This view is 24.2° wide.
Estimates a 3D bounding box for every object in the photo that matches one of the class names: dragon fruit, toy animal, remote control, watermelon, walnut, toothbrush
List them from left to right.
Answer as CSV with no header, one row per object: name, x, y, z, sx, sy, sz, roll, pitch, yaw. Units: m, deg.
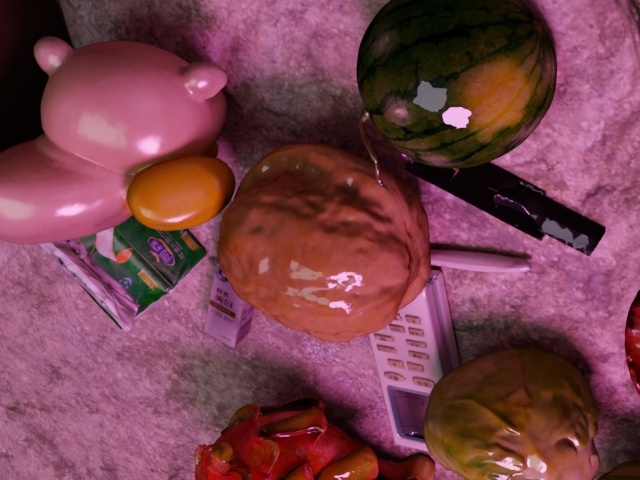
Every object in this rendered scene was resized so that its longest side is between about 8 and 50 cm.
toy animal,-0.266,-0.140,1.831,0.345,0.277,0.247,-5,106,9
dragon fruit,-0.021,0.341,2.035,0.307,0.243,0.227,31,146,11
walnut,0.000,0.000,1.754,0.257,0.224,0.257,16,123,26
remote control,0.122,0.157,1.914,0.103,0.055,0.277,8,127,32
toothbrush,0.120,0.021,1.831,0.307,0.025,0.029,6,135,33
watermelon,0.126,-0.170,1.567,0.232,0.127,0.204,-12,99,22

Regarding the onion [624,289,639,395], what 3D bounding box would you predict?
onion,0.449,0.102,1.506,0.276,0.276,0.276,20,133,23

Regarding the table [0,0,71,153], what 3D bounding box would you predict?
table,-0.482,-0.260,1.922,0.250,0.196,0.282,10,129,29

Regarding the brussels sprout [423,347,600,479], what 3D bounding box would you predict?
brussels sprout,0.228,0.219,1.782,0.223,0.223,0.161,12,113,29

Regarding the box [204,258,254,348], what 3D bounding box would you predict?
box,-0.113,0.054,2.016,0.055,0.039,0.218,29,135,16

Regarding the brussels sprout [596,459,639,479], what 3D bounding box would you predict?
brussels sprout,0.429,0.445,1.761,0.315,0.276,0.371,22,134,26

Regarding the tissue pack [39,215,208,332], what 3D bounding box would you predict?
tissue pack,-0.295,0.010,2.032,0.209,0.156,0.148,48,139,-8

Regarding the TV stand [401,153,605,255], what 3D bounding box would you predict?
TV stand,0.206,-0.053,1.700,0.249,0.036,0.042,29,134,14
